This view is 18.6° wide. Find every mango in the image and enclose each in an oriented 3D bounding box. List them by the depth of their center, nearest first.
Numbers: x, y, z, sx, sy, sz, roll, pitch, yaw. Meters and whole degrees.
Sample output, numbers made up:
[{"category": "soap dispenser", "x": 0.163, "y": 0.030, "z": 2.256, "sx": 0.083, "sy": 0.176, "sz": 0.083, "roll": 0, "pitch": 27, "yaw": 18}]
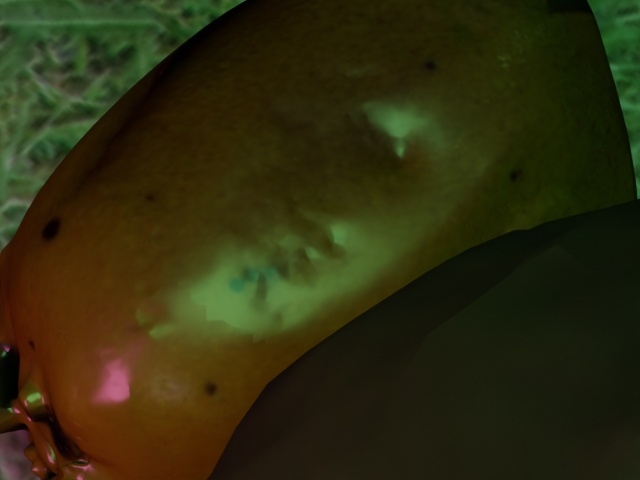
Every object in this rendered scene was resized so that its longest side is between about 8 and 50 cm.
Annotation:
[{"category": "mango", "x": 0.000, "y": 0.000, "z": 0.768, "sx": 0.287, "sy": 0.152, "sz": 0.201, "roll": -37, "pitch": 67, "yaw": -23}]

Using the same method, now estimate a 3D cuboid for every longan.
[{"category": "longan", "x": 0.133, "y": 0.179, "z": 0.578, "sx": 0.404, "sy": 0.404, "sz": 0.436, "roll": 39, "pitch": 71, "yaw": 10}]
